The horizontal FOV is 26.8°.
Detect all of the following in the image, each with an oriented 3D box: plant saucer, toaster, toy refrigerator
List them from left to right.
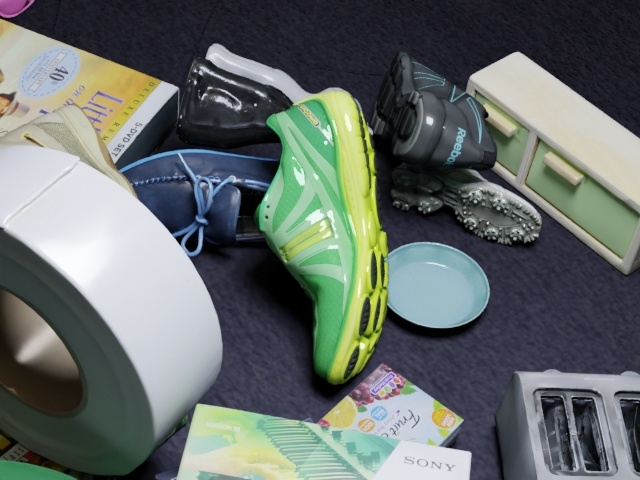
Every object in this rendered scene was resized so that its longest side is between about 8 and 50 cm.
[{"bbox_3d":[0.117,0.052,1.413,0.119,0.021,0.119,4,47,-4],"label":"plant saucer"},{"bbox_3d":[0.279,-0.089,1.516,0.094,0.102,0.269,-30,58,-31],"label":"toy refrigerator"},{"bbox_3d":[0.253,0.208,1.225,0.168,0.110,0.185,3,47,-5],"label":"toaster"}]

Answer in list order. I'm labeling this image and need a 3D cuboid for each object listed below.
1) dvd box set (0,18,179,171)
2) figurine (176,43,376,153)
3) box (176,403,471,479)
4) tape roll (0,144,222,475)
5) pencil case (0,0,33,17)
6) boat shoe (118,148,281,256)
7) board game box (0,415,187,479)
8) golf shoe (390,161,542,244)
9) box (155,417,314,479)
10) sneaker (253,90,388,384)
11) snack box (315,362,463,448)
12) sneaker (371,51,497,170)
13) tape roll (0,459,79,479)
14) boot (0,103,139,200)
[{"bbox_3d":[-0.410,-0.133,1.482,0.420,0.062,0.307,22,49,13],"label":"dvd box set"},{"bbox_3d":[-0.039,-0.141,1.494,0.209,0.092,0.215,16,15,-2],"label":"figurine"},{"bbox_3d":[-0.014,0.281,1.004,0.232,0.058,0.322,10,46,2],"label":"box"},{"bbox_3d":[-0.225,0.061,1.134,0.286,0.286,0.100,29,49,18],"label":"tape roll"},{"bbox_3d":[-0.454,-0.352,1.670,0.209,0.095,0.098,29,70,21],"label":"pencil case"},{"bbox_3d":[-0.098,-0.043,1.411,0.258,0.109,0.089,-7,37,-12],"label":"boat shoe"},{"bbox_3d":[-0.257,0.198,1.217,0.136,0.030,0.260,31,50,23],"label":"board game box"},{"bbox_3d":[0.169,-0.058,1.497,0.176,0.069,0.086,22,42,11],"label":"golf shoe"},{"bbox_3d":[-0.033,0.275,1.121,0.153,0.108,0.207,-19,53,-23],"label":"box"},{"bbox_3d":[0.000,0.000,1.349,0.123,0.109,0.295,-7,77,16],"label":"sneaker"},{"bbox_3d":[0.052,0.191,1.261,0.100,0.037,0.141,35,52,21],"label":"snack box"},{"bbox_3d":[0.125,-0.136,1.519,0.106,0.101,0.267,16,21,-13],"label":"sneaker"},{"bbox_3d":[-0.267,0.328,1.035,0.321,0.077,0.321,4,53,-5],"label":"tape roll"},{"bbox_3d":[-0.282,-0.016,1.288,0.203,0.095,0.262,-18,52,-21],"label":"boot"}]
